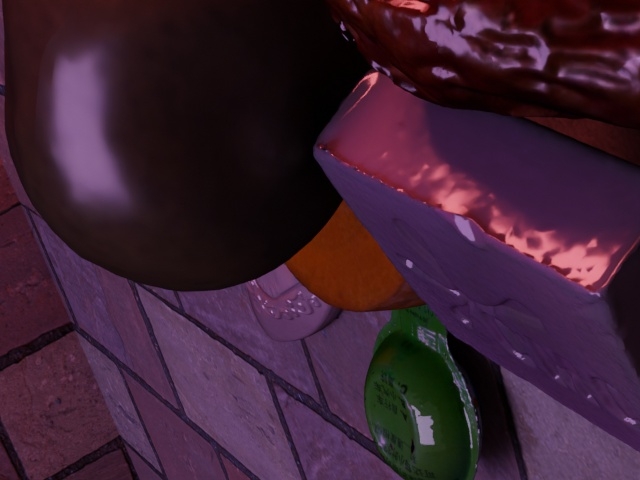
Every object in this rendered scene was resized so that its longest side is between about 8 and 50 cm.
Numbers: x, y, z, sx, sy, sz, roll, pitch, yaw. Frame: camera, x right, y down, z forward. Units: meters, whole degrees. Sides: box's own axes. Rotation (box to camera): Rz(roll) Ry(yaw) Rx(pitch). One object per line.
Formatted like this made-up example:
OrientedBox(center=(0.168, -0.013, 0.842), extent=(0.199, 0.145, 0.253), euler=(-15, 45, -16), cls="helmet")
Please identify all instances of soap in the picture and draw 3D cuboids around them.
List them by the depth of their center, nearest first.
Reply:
OrientedBox(center=(0.167, 0.022, 0.981), extent=(0.296, 0.107, 0.285), euler=(30, 164, 46), cls="soap")

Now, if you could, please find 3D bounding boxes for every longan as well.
OrientedBox(center=(-0.103, -0.140, 1.094), extent=(0.361, 0.361, 0.361), euler=(47, 155, 31), cls="longan")

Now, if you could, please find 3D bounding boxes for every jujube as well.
OrientedBox(center=(0.127, -0.166, 0.854), extent=(0.290, 0.197, 0.197), euler=(28, 144, 29), cls="jujube")

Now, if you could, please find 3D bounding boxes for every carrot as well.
OrientedBox(center=(0.050, -0.057, 1.279), extent=(0.307, 0.100, 0.258), euler=(-36, 76, 58), cls="carrot")

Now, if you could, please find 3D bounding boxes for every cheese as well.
OrientedBox(center=(0.108, 0.139, 1.414), extent=(0.204, 0.083, 0.320), euler=(30, 127, 55), cls="cheese")

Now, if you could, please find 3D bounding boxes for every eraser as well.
OrientedBox(center=(-0.055, 0.057, 1.700), extent=(0.204, 0.059, 0.243), euler=(51, 152, 25), cls="eraser")

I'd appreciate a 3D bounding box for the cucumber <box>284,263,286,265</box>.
OrientedBox(center=(0.000, 0.000, 1.512), extent=(0.116, 0.062, 0.115), euler=(38, 152, 30), cls="cucumber")
